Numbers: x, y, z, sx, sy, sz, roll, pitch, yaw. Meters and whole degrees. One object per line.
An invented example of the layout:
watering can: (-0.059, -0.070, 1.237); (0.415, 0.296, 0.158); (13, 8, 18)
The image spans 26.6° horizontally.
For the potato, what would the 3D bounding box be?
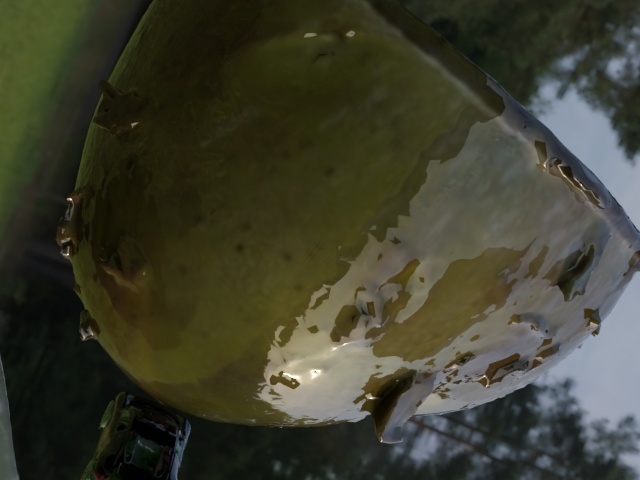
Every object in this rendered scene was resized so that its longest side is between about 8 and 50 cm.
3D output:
potato: (0.000, 0.000, 0.991); (0.319, 0.385, 0.442); (-49, 164, 7)

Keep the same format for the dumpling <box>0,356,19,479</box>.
dumpling: (-0.365, 0.075, 0.905); (0.315, 0.395, 0.233); (-40, -175, 34)

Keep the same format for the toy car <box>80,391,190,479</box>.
toy car: (-0.134, 0.157, 1.023); (0.055, 0.069, 0.142); (-60, -170, 21)
